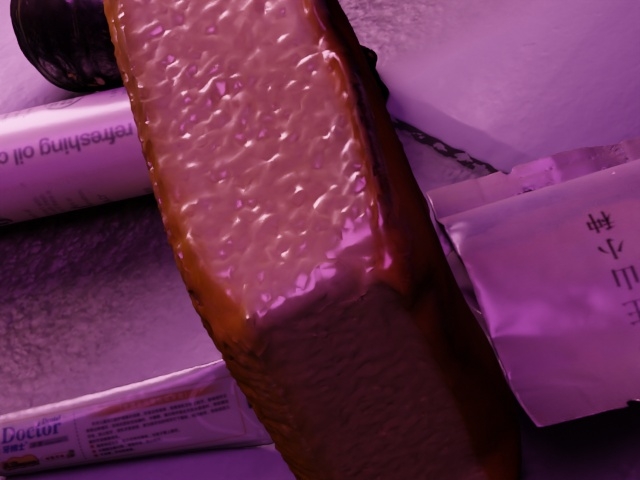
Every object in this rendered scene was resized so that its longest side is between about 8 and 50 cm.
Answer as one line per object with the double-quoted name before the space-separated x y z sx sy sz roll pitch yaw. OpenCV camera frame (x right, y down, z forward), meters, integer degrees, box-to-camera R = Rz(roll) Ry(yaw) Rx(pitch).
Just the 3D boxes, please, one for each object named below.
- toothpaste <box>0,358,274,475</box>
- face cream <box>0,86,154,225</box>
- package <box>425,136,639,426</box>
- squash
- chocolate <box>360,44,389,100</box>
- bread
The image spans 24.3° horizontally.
"toothpaste" -0.153 0.134 1.057 0.255 0.067 0.037 -12 9 12
"face cream" -0.255 -0.059 1.213 0.311 0.092 0.092 -11 51 10
"package" 0.199 0.025 0.995 0.204 0.062 0.251 -14 41 -4
"squash" -0.161 -0.197 1.247 0.193 0.156 0.193 -26 27 14
"chocolate" -0.033 -0.143 1.181 0.156 0.133 0.156 -10 50 13
"bread" 0.000 0.000 0.935 0.143 0.333 0.323 -23 53 2
